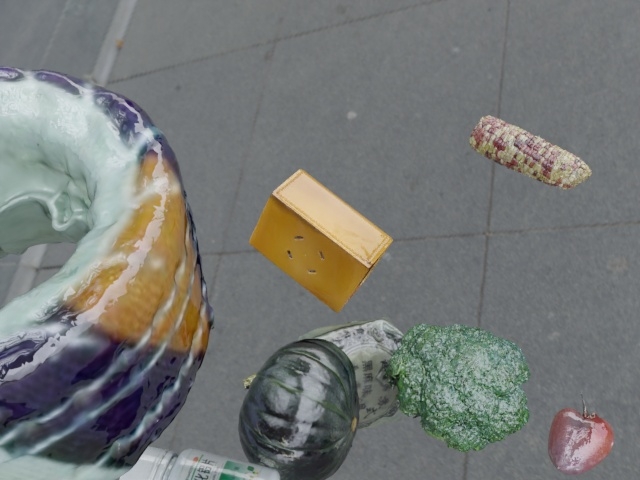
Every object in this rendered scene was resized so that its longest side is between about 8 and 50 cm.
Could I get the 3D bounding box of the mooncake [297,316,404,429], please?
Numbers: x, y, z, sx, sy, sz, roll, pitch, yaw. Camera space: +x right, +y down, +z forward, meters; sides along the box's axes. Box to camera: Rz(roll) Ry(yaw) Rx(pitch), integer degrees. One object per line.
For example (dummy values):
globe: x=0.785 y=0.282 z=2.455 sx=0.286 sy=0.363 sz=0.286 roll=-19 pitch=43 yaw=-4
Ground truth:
mooncake: x=0.059 y=0.294 z=1.560 sx=0.249 sy=0.255 sz=0.136 roll=-8 pitch=19 yaw=-19

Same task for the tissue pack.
tissue pack: x=0.000 y=0.000 z=1.715 sx=0.274 sy=0.194 sz=0.145 roll=39 pitch=45 yaw=7

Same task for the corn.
corn: x=0.476 y=-0.197 z=1.691 sx=0.289 sy=0.098 sz=0.098 roll=31 pitch=81 yaw=26

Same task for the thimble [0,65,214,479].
thimble: x=-0.179 y=0.018 z=0.408 sx=0.237 sy=0.150 sz=0.238 roll=-2 pitch=52 yaw=2

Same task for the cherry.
cherry: x=0.450 y=0.349 z=1.295 sx=0.126 sy=0.087 sz=0.106 roll=-43 pitch=52 yaw=-3

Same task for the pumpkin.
pumpkin: x=-0.039 y=0.282 z=1.236 sx=0.216 sy=0.250 sz=0.250 roll=29 pitch=79 yaw=20

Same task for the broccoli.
broccoli: x=0.250 y=0.268 z=1.351 sx=0.269 sy=0.270 sz=0.270 roll=5 pitch=48 yaw=-5

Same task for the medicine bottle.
medicine bottle: x=-0.106 y=0.225 z=0.644 sx=0.130 sy=0.080 sz=0.080 roll=13 pitch=67 yaw=5
